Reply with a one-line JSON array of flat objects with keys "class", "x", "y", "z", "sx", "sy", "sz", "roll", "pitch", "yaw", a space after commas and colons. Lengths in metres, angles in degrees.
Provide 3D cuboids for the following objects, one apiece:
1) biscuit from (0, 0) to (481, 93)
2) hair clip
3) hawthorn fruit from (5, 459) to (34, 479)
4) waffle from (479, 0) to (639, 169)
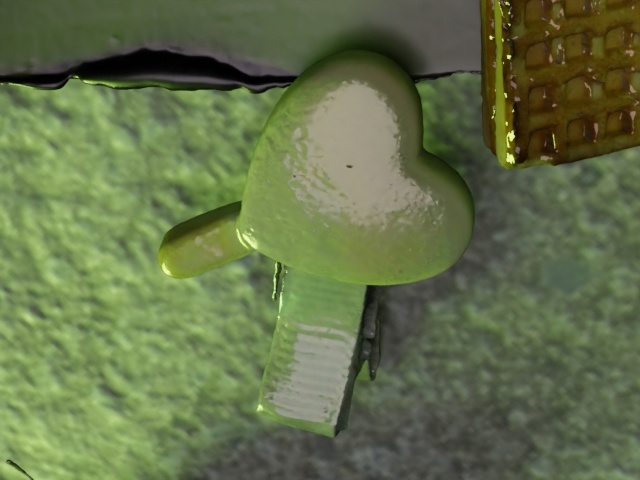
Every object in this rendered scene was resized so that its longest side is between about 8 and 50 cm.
[{"class": "biscuit", "x": -0.056, "y": -0.126, "z": 0.916, "sx": 0.322, "sy": 0.038, "sz": 0.099, "roll": 0, "pitch": 111, "yaw": 10}, {"class": "hair clip", "x": -0.003, "y": 0.000, "z": 0.932, "sx": 0.159, "sy": 0.071, "sz": 0.218, "roll": 10, "pitch": 123, "yaw": 2}, {"class": "hawthorn fruit", "x": -0.111, "y": 0.225, "z": 1.048, "sx": 0.149, "sy": 0.149, "sz": 0.189, "roll": -2, "pitch": 79, "yaw": 11}, {"class": "waffle", "x": 0.125, "y": -0.113, "z": 0.866, "sx": 0.102, "sy": 0.042, "sz": 0.148, "roll": -14, "pitch": 116, "yaw": -18}]
